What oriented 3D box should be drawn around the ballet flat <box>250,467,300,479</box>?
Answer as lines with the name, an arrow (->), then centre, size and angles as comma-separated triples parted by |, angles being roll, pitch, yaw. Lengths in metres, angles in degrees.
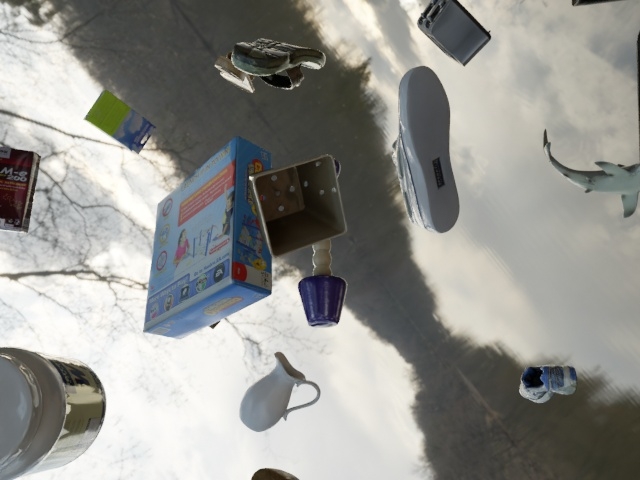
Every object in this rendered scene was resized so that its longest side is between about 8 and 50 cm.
ballet flat -> -0.063, 0.815, 1.623 | 0.342, 0.116, 0.124 | 44, 158, -20

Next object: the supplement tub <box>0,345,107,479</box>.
supplement tub -> -0.571, 0.326, 0.995 | 0.235, 0.235, 0.325 | 54, 168, 12

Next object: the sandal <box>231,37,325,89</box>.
sandal -> -0.087, -0.340, 1.030 | 0.120, 0.086, 0.303 | 19, -153, 16

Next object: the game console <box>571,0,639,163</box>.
game console -> 0.414, -0.247, 0.627 | 0.044, 0.213, 0.361 | -39, -55, -82

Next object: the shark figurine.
shark figurine -> 0.634, -0.160, 1.189 | 0.278, 0.116, 0.166 | 18, 137, 36

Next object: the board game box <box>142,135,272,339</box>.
board game box -> -0.220, 0.004, 1.025 | 0.086, 0.308, 0.302 | 22, -127, -38

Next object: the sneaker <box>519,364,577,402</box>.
sneaker -> 0.329, 0.211, 0.799 | 0.135, 0.058, 0.052 | 104, 176, -63

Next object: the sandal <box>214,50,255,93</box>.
sandal -> -0.177, -0.395, 1.183 | 0.088, 0.079, 0.240 | 28, -174, -5

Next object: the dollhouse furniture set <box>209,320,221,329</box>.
dollhouse furniture set -> -0.337, 0.120, 1.720 | 0.161, 0.242, 0.212 | 31, 137, 10

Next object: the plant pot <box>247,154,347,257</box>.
plant pot -> -0.041, -0.054, 0.702 | 0.096, 0.109, 0.109 | 31, 137, 62

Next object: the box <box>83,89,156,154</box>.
box -> -0.596, -0.351, 1.571 | 0.178, 0.109, 0.042 | 37, 168, -38

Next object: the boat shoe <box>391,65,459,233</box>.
boat shoe -> 0.160, -0.142, 0.854 | 0.088, 0.096, 0.267 | 15, 129, 53

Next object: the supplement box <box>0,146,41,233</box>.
supplement box -> -0.911, -0.148, 1.532 | 0.073, 0.130, 0.239 | 166, 111, -78

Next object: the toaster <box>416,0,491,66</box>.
toaster -> 0.362, -0.570, 1.425 | 0.186, 0.110, 0.168 | 35, -159, -21

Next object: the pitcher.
pitcher -> -0.116, 0.446, 1.474 | 0.178, 0.207, 0.125 | 37, -175, 7

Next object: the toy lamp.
toy lamp -> 0.000, 0.000, 0.834 | 0.080, 0.080, 0.274 | 50, -147, -60
